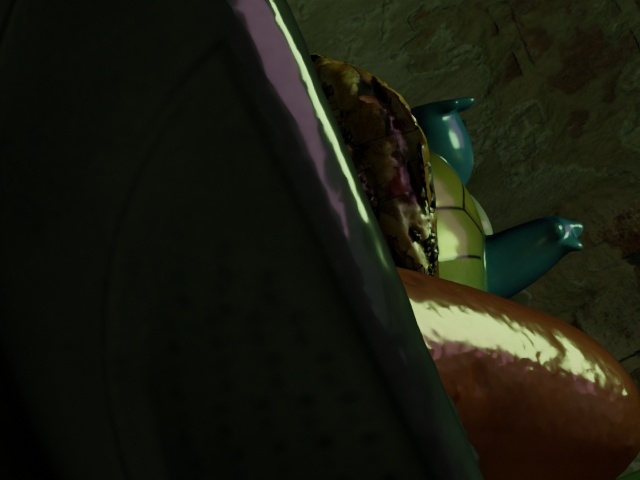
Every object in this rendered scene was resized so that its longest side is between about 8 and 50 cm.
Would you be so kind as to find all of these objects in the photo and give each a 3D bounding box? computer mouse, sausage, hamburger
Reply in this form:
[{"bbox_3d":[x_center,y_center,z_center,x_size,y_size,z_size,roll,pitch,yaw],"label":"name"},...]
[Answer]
[{"bbox_3d":[-0.014,0.056,0.519,0.188,0.122,0.371,-104,168,-73],"label":"computer mouse"},{"bbox_3d":[0.045,0.069,0.882,0.259,0.113,0.113,15,32,-40],"label":"sausage"},{"bbox_3d":[0.000,0.000,1.042,0.231,0.106,0.231,53,-26,40],"label":"hamburger"}]

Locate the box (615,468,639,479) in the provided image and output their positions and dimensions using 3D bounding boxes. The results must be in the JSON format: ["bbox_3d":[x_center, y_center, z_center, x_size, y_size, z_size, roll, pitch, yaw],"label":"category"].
[{"bbox_3d":[0.273,0.319,1.184,0.178,0.252,0.329,66,2,-46],"label":"box"}]

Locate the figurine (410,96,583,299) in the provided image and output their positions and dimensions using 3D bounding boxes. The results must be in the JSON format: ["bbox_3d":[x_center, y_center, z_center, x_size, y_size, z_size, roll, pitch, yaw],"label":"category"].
[{"bbox_3d":[0.057,0.001,1.647,0.416,0.298,0.243,51,-43,45],"label":"figurine"}]
